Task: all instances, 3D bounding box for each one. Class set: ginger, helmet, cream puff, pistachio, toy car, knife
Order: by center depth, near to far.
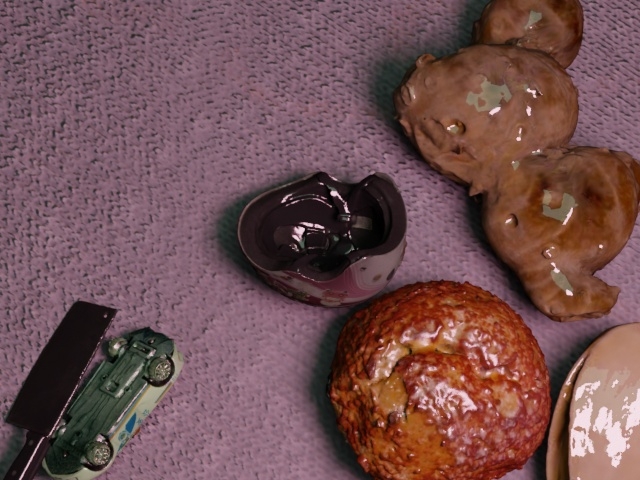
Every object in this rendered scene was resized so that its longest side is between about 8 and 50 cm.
[{"bbox_3d":[-0.287,0.171,1.666,0.072,0.019,0.245,10,64,37],"label":"knife"},{"bbox_3d":[-0.213,0.174,1.670,0.093,0.058,0.186,21,68,44],"label":"toy car"},{"bbox_3d":[0.124,0.151,1.678,0.240,0.164,0.240,1,81,-10],"label":"cream puff"},{"bbox_3d":[0.308,0.194,1.709,0.152,0.126,0.223,16,86,-32],"label":"pistachio"},{"bbox_3d":[0.010,0.011,1.718,0.177,0.107,0.153,-1,46,17],"label":"helmet"},{"bbox_3d":[0.232,-0.092,1.750,0.256,0.176,0.375,-17,79,-28],"label":"ginger"}]
